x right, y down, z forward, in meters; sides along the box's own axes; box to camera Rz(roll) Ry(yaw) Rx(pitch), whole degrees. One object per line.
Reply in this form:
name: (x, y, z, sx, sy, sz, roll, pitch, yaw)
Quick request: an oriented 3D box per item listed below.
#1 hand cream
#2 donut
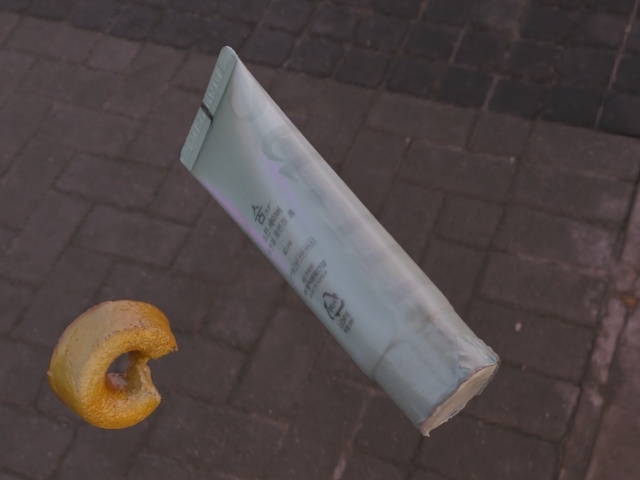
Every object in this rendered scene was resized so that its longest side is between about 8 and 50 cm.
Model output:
hand cream: (0.000, 0.000, 0.467, 0.050, 0.078, 0.205, -20, 59, -41)
donut: (-0.161, 0.101, 0.769, 0.097, 0.108, 0.043, -1, 25, -35)
